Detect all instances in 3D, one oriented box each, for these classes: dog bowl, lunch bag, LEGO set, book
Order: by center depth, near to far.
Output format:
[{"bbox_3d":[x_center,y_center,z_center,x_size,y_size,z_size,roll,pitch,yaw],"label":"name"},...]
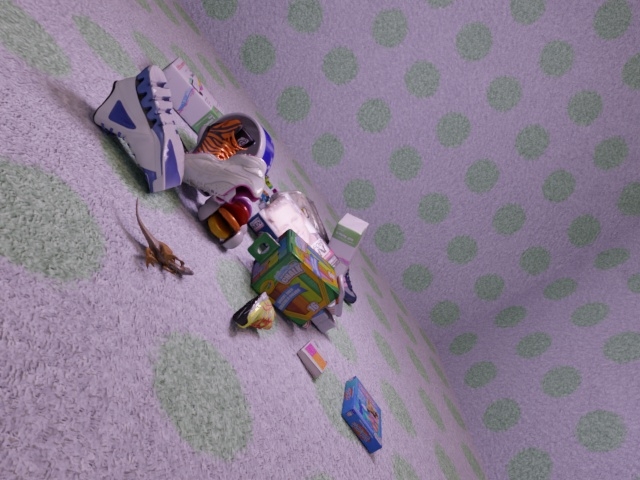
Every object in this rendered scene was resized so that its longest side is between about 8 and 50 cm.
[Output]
[{"bbox_3d":[-0.020,0.370,1.416,0.096,0.035,0.144,54,11,8],"label":"book"},{"bbox_3d":[-0.302,-0.314,1.594,0.265,0.265,0.104,61,11,24],"label":"dog bowl"},{"bbox_3d":[-0.097,-0.081,1.970,0.235,0.169,0.287,67,15,19],"label":"lunch bag"},{"bbox_3d":[-0.241,-0.228,2.047,0.093,0.087,0.227,46,9,-50],"label":"LEGO set"}]

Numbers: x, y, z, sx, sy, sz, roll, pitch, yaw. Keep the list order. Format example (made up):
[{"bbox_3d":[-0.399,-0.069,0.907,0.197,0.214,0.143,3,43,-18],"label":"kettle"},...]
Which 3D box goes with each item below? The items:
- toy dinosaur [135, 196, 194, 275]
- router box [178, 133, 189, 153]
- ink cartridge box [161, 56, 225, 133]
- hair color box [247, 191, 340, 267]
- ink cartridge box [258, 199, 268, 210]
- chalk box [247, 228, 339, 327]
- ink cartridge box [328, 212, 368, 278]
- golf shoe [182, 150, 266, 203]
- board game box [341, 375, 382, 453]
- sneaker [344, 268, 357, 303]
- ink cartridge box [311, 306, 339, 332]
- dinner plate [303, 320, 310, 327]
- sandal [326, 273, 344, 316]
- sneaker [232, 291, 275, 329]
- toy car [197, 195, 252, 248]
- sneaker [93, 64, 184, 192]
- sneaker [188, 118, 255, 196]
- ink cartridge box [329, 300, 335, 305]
[{"bbox_3d":[-0.366,0.016,0.993,0.211,0.064,0.112,60,-9,-26],"label":"toy dinosaur"},{"bbox_3d":[-0.468,-0.287,1.398,0.179,0.046,0.133,59,12,14],"label":"router box"},{"bbox_3d":[-0.524,-0.577,1.793,0.278,0.117,0.201,48,14,-28],"label":"ink cartridge box"},{"bbox_3d":[-0.098,0.007,1.694,0.347,0.105,0.174,52,50,-6],"label":"hair color box"},{"bbox_3d":[-0.231,-0.131,1.946,0.083,0.028,0.048,51,13,-20],"label":"ink cartridge box"},{"bbox_3d":[-0.103,0.099,1.437,0.289,0.180,0.179,42,16,-22],"label":"chalk box"},{"bbox_3d":[0.082,0.073,2.016,0.119,0.353,0.207,26,20,8],"label":"ink cartridge box"},{"bbox_3d":[-0.308,-0.177,1.285,0.115,0.306,0.140,118,-30,-73],"label":"golf shoe"},{"bbox_3d":[0.140,0.566,1.469,0.160,0.047,0.210,54,12,-4],"label":"board game box"},{"bbox_3d":[0.108,0.171,2.208,0.319,0.131,0.112,52,12,-16],"label":"sneaker"},{"bbox_3d":[-0.002,0.268,1.652,0.180,0.060,0.104,57,7,-42],"label":"ink cartridge box"},{"bbox_3d":[-0.081,0.245,1.548,0.141,0.017,0.141,51,13,-17],"label":"dinner plate"},{"bbox_3d":[0.042,0.190,1.584,0.265,0.076,0.102,90,-1,-60],"label":"sandal"},{"bbox_3d":[-0.163,0.202,1.196,0.094,0.081,0.208,58,11,0],"label":"sneaker"},{"bbox_3d":[-0.275,-0.077,1.369,0.159,0.136,0.182,51,13,-16],"label":"toy car"},{"bbox_3d":[-0.479,-0.282,1.173,0.127,0.182,0.315,-51,135,-76],"label":"sneaker"},{"bbox_3d":[-0.311,-0.288,1.430,0.124,0.180,0.321,55,25,-49],"label":"sneaker"},{"bbox_3d":[-0.011,0.160,1.865,0.219,0.093,0.160,55,13,-2],"label":"ink cartridge box"}]
